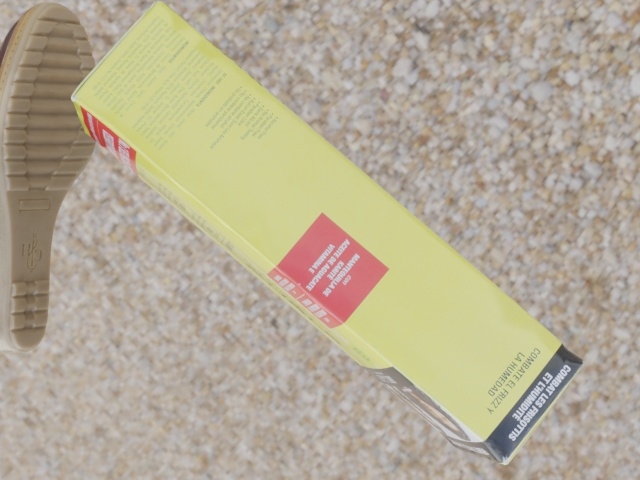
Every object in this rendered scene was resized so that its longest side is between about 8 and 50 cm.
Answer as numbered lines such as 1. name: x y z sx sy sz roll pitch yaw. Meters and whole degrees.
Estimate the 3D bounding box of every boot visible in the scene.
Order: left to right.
1. boot: -0.264 -0.047 0.824 0.207 0.090 0.248 9 89 34

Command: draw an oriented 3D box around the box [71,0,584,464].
1. box: 0.000 0.000 0.512 0.232 0.058 0.087 41 171 -3
